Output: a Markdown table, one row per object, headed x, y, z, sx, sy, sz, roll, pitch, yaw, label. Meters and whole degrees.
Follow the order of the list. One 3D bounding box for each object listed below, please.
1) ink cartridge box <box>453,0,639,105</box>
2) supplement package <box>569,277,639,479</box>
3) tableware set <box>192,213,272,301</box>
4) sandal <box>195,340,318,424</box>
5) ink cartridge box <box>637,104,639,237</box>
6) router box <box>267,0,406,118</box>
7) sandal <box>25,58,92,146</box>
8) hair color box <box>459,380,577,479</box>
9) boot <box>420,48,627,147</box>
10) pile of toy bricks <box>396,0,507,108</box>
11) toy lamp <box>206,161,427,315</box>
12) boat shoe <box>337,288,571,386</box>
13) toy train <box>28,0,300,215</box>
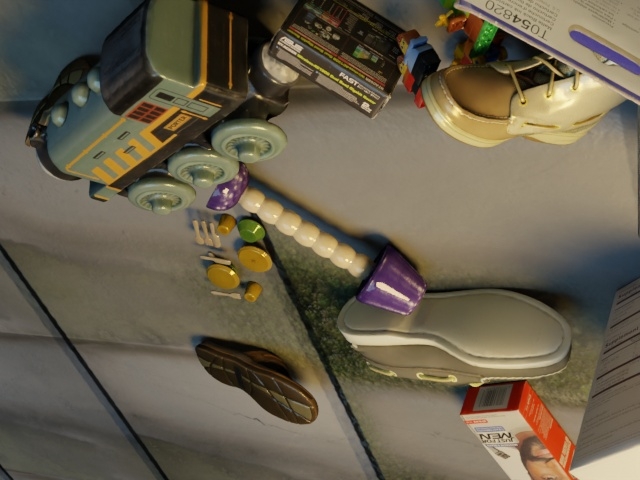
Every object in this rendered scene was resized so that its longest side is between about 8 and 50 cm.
| x | y | z | sx | sy | sz | roll | pitch | yaw | label |
| --- | --- | --- | --- | --- | --- | --- | --- | --- | --- |
| 0.223 | -0.183 | 0.748 | 0.223 | 0.224 | 0.045 | 29 | 150 | -1 | ink cartridge box |
| 0.368 | 0.150 | 1.025 | 0.139 | 0.244 | 0.134 | 35 | 142 | -10 | supplement package |
| -0.108 | 0.023 | 1.346 | 0.104 | 0.024 | 0.154 | 9 | 137 | 17 | tableware set |
| -0.089 | 0.198 | 1.509 | 0.219 | 0.060 | 0.090 | 21 | 138 | 32 | sandal |
| 0.356 | -0.058 | 0.822 | 0.176 | 0.127 | 0.128 | -1 | 96 | 9 | ink cartridge box |
| 0.023 | -0.184 | 0.972 | 0.122 | 0.092 | 0.038 | 31 | 142 | -4 | router box |
| -0.305 | -0.158 | 1.221 | 0.049 | 0.072 | 0.180 | 26 | 146 | -23 | sandal |
| 0.271 | 0.264 | 1.368 | 0.093 | 0.053 | 0.167 | -15 | 127 | 40 | hair color box |
| 0.204 | -0.145 | 0.856 | 0.213 | 0.077 | 0.165 | -1 | 158 | -38 | boot |
| 0.120 | -0.218 | 0.889 | 0.105 | 0.118 | 0.212 | 62 | 159 | 19 | pile of toy bricks |
| 0.000 | 0.000 | 1.209 | 0.275 | 0.080 | 0.080 | 31 | 142 | -5 | toy lamp |
| 0.166 | 0.123 | 1.230 | 0.305 | 0.109 | 0.091 | 4 | 137 | 36 | boat shoe |
| -0.169 | -0.134 | 1.067 | 0.190 | 0.142 | 0.334 | 17 | 153 | -35 | toy train |
